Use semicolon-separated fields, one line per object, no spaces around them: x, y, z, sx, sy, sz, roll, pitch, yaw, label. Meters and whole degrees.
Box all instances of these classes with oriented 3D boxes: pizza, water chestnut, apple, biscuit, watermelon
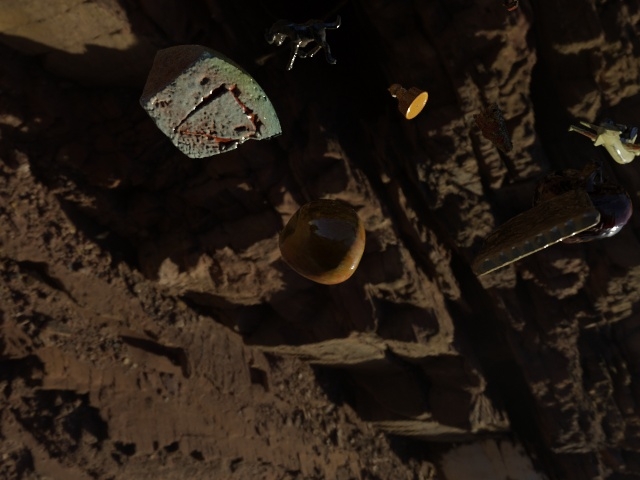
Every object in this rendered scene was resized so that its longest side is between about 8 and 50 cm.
0.558;-0.383;1.771;0.188;0.062;0.199;55;0;31;pizza
0.945;-0.155;1.951;0.350;0.351;0.302;-82;172;-62;water chestnut
0.000;0.000;1.642;0.264;0.264;0.264;58;18;-31;apple
0.392;-0.026;0.993;0.044;0.217;0.325;63;26;1;biscuit
-0.243;-0.271;1.092;0.262;0.201;0.213;27;-18;46;watermelon

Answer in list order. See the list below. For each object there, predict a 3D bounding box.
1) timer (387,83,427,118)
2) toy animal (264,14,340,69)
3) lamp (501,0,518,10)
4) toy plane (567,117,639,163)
0.351;-0.606;2.264;0.152;0.132;0.132;43;7;21;timer
-0.048;-0.608;1.631;0.148;0.233;0.084;72;18;-47;toy animal
0.541;-0.708;1.563;0.031;0.063;0.083;-44;115;-28;lamp
0.790;-0.265;1.437;0.244;0.092;0.229;10;16;-40;toy plane
